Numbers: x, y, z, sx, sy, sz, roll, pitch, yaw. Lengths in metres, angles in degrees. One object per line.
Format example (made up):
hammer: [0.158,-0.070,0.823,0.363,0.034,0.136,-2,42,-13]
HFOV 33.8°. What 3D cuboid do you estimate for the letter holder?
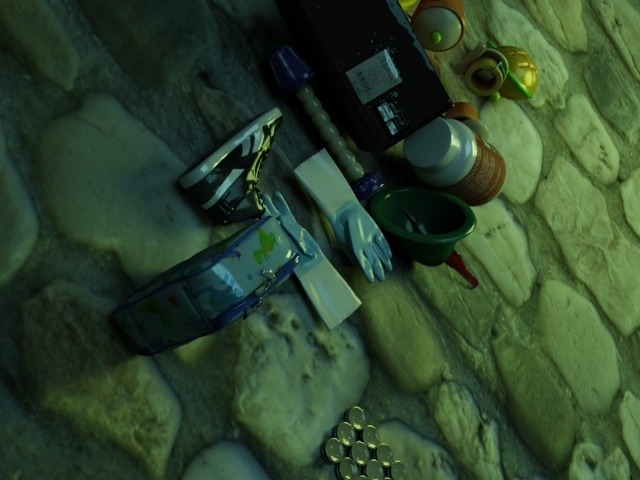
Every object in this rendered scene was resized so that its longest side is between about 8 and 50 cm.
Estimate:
letter holder: [0.053,-0.314,1.746,0.152,0.214,0.302,-33,105,-10]

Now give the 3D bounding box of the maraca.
maraca: [0.387,-0.351,2.158,0.127,0.099,0.185,45,19,-24]

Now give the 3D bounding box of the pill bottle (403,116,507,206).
pill bottle: [0.233,-0.141,1.838,0.216,0.121,0.121,23,54,-56]

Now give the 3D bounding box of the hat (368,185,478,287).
hat: [0.173,0.028,1.800,0.208,0.183,0.173,13,35,9]

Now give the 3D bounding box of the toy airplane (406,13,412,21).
toy airplane: [0.132,-0.413,1.972,0.151,0.028,0.151,27,41,-27]

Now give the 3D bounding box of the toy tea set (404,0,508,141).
toy tea set: [0.221,-0.298,1.886,0.336,0.200,0.124,47,35,-26]

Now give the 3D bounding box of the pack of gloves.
pack of gloves: [0.000,0.000,1.641,0.195,0.046,0.232,-38,96,-36]

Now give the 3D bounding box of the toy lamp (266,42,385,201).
toy lamp: [0.006,-0.192,1.702,0.274,0.080,0.080,57,42,-10]

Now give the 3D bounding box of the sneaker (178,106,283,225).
sneaker: [-0.107,-0.098,1.547,0.217,0.079,0.121,-45,107,-38]

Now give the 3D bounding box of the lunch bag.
lunch bag: [-0.139,0.057,1.322,0.090,0.219,0.176,57,41,-8]

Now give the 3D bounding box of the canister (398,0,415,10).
canister: [0.175,-0.500,1.927,0.073,0.170,0.126,50,36,4]

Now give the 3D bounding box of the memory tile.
memory tile: [0.066,0.328,1.553,0.148,0.012,0.113,54,43,-12]
